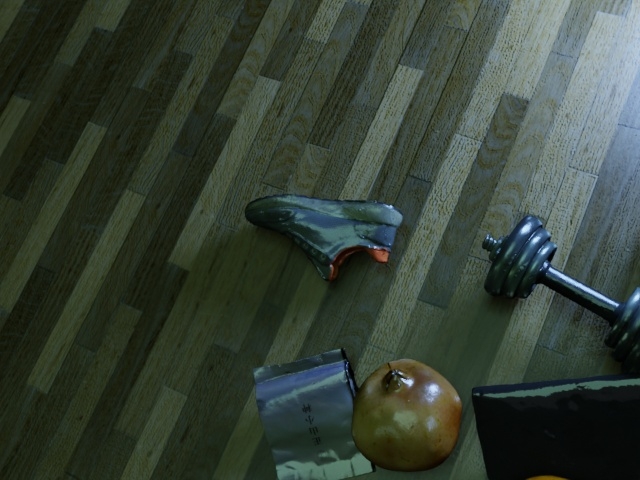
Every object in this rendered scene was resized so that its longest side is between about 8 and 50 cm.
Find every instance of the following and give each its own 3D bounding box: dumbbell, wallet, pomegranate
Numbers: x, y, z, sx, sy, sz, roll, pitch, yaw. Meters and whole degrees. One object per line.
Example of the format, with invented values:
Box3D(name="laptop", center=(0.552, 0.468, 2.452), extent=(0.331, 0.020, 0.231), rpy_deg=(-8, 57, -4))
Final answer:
Box3D(name="dumbbell", center=(0.484, 0.098, 1.393), extent=(0.406, 0.179, 0.179), rpy_deg=(31, 81, 21))
Box3D(name="wallet", center=(0.467, 0.337, 1.330), extent=(0.377, 0.051, 0.197), rpy_deg=(-10, 93, 19))
Box3D(name="pomegranate", center=(0.159, 0.328, 1.381), extent=(0.209, 0.209, 0.209), rpy_deg=(-4, 71, 12))

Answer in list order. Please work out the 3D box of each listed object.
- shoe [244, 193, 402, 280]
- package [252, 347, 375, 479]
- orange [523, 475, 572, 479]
Box3D(name="shoe", center=(0.000, 0.000, 1.579), extent=(0.336, 0.132, 0.171), rpy_deg=(4, 82, 12))
Box3D(name="package", center=(-0.013, 0.357, 1.496), extent=(0.204, 0.062, 0.251), rpy_deg=(-15, 82, 8))
Box3D(name="orange", center=(0.391, 0.535, 1.241), extent=(0.284, 0.226, 0.284), rpy_deg=(-6, 60, 10))
